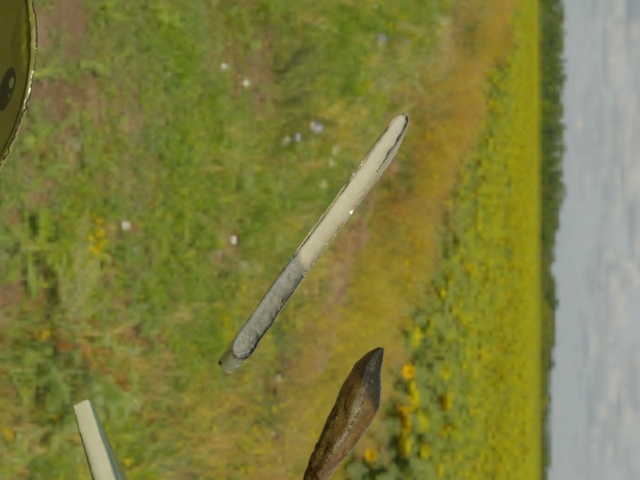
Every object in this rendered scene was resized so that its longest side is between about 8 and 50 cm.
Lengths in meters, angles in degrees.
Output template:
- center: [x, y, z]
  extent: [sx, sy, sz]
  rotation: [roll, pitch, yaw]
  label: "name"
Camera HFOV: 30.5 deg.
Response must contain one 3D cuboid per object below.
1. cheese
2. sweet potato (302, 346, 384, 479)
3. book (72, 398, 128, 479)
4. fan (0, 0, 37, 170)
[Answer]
- center: [-0.002, -0.001, 1.460]
  extent: [0.400, 0.034, 0.085]
  rotation: [-53, 180, -24]
  label: "cheese"
- center: [0.021, 0.160, 0.999]
  extent: [0.041, 0.038, 0.153]
  rotation: [39, 74, -56]
  label: "sweet potato"
- center: [-0.167, 0.378, 1.241]
  extent: [0.264, 0.031, 0.379]
  rotation: [-123, -166, -52]
  label: "book"
- center: [-0.327, -0.119, 1.087]
  extent: [0.335, 0.011, 0.230]
  rotation: [-60, -138, 27]
  label: "fan"
